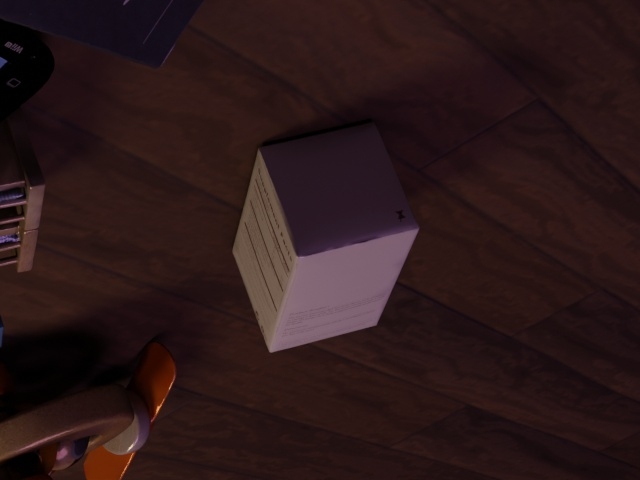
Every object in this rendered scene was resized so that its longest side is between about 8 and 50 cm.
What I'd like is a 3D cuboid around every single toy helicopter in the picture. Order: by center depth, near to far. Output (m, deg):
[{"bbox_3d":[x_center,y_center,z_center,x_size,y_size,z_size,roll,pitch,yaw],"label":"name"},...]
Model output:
[{"bbox_3d":[-0.265,0.200,1.648,0.235,0.140,0.355,-20,168,-26],"label":"toy helicopter"}]

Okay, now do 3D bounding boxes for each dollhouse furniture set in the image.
[{"bbox_3d":[-0.247,0.030,1.184,0.129,0.184,0.129,-13,155,-20],"label":"dollhouse furniture set"}]

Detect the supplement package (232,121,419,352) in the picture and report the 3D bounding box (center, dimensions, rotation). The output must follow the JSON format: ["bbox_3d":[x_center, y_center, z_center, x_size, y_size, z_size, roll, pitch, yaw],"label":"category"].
[{"bbox_3d":[0.000,0.000,1.425,0.105,0.105,0.179,-13,155,-17],"label":"supplement package"}]

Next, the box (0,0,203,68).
[{"bbox_3d":[-0.133,-0.193,0.854,0.207,0.108,0.153,15,116,-53],"label":"box"}]

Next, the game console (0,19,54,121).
[{"bbox_3d":[-0.271,-0.140,0.983,0.213,0.044,0.361,-29,156,17],"label":"game console"}]
